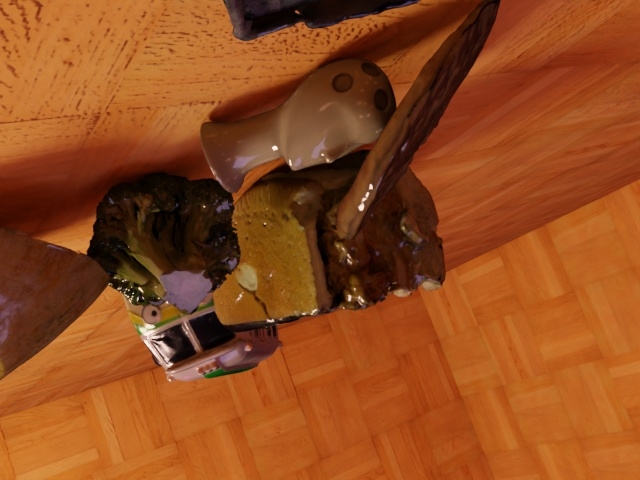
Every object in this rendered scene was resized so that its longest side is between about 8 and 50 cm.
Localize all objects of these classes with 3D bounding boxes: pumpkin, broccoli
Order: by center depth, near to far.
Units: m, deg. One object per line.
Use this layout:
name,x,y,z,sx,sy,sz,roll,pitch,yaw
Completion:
pumpkin,-0.302,0.064,0.652,0.217,0.110,0.217,5,159,2
broccoli,-0.147,0.001,0.724,0.145,0.138,0.162,-23,133,-12

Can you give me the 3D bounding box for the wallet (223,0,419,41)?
wallet,0.109,-0.193,0.270,0.342,0.075,0.237,-18,160,-1

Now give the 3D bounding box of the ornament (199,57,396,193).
ornament,-0.014,-0.091,0.621,0.156,0.081,0.075,-19,151,14

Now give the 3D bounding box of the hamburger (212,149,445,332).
hamburger,0.000,0.000,0.874,0.167,0.192,0.288,1,170,-41

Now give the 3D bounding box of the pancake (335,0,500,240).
pancake,0.080,-0.098,0.615,0.212,0.029,0.235,-58,176,26

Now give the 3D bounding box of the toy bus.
toy bus,-0.158,0.105,1.090,0.143,0.179,0.305,-21,170,4
